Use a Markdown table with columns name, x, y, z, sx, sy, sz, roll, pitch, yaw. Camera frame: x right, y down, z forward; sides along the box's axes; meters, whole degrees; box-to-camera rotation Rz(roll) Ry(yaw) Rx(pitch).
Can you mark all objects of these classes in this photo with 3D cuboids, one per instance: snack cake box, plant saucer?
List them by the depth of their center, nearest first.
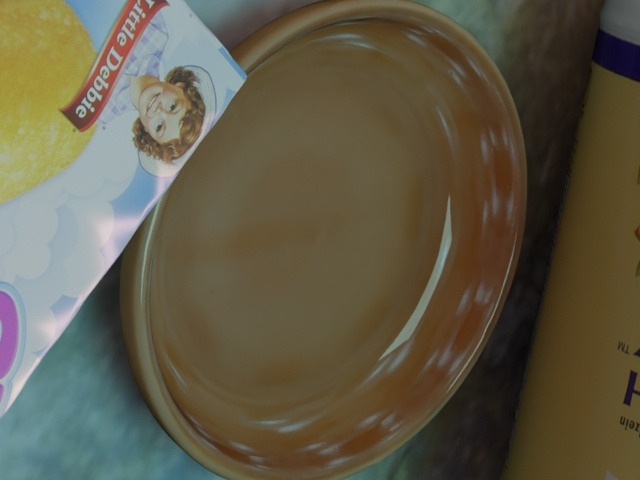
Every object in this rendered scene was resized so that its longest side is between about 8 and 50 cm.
| name | x | y | z | sx | sy | sz | roll | pitch | yaw |
| --- | --- | --- | --- | --- | --- | --- | --- | --- | --- |
| snack cake box | -0.158 | -0.001 | 0.586 | 0.264 | 0.089 | 0.152 | -55 | 132 | -15 |
| plant saucer | 0.000 | 0.000 | 0.770 | 0.200 | 0.037 | 0.200 | -17 | 117 | -36 |

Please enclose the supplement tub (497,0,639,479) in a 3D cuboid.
| name | x | y | z | sx | sy | sz | roll | pitch | yaw |
| --- | --- | --- | --- | --- | --- | --- | --- | --- | --- |
| supplement tub | 0.208 | 0.059 | 0.836 | 0.241 | 0.241 | 0.331 | 0 | 105 | -42 |
